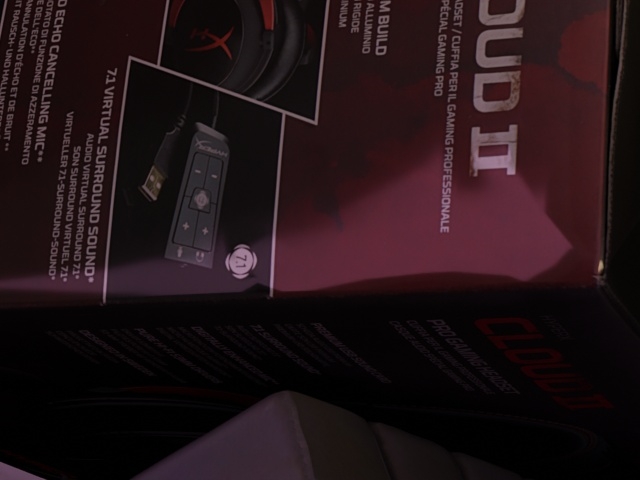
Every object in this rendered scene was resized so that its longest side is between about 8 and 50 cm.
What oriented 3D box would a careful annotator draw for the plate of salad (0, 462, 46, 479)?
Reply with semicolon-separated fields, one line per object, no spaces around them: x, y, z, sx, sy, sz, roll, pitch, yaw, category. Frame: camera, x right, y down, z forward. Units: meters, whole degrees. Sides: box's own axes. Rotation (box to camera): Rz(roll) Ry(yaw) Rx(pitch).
-0.086;0.036;0.708;0.200;0.048;0.200;-13;65;30;plate of salad

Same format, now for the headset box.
0.000;0.000;0.517;0.293;0.218;0.110;-3;70;23;headset box

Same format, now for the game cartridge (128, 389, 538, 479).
-0.073;0.169;0.544;0.355;0.230;0.068;-33;59;26;game cartridge
